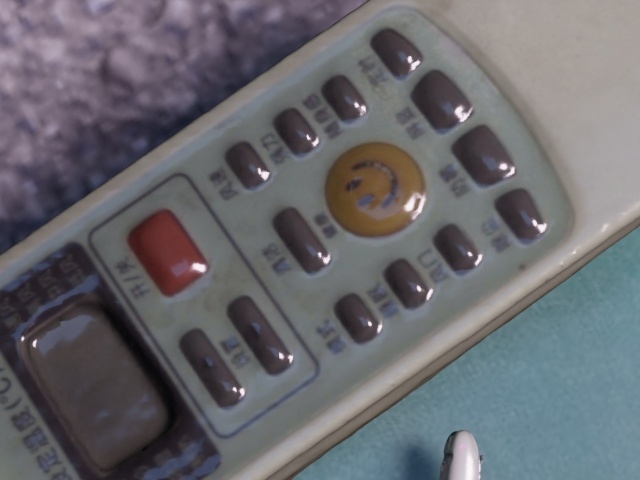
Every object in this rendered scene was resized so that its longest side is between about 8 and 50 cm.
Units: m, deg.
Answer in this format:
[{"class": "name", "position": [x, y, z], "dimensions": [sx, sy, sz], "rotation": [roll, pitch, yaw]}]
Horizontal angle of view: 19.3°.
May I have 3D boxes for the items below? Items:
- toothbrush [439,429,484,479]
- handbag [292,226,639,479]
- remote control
[{"class": "toothbrush", "position": [0.039, 0.163, 0.601], "dimensions": [0.022, 0.017, 0.204], "rotation": [8, 81, -11]}, {"class": "handbag", "position": [0.036, 0.112, 0.671], "dimensions": [0.274, 0.100, 0.268], "rotation": [-34, 77, 0]}, {"class": "remote control", "position": [0.000, 0.000, 0.628], "dimensions": [0.285, 0.038, 0.123], "rotation": [-34, 73, 0]}]
